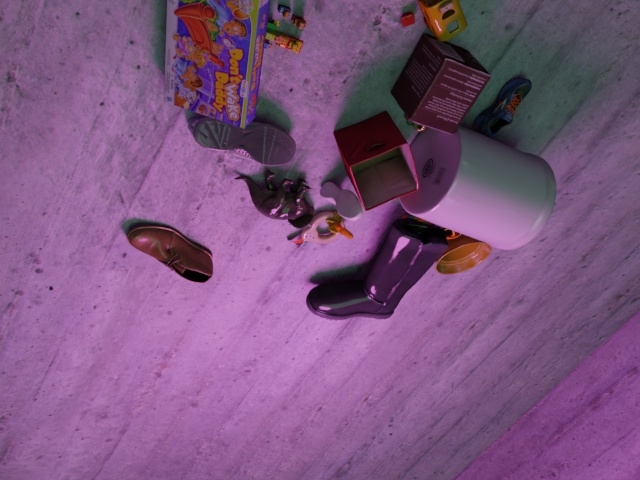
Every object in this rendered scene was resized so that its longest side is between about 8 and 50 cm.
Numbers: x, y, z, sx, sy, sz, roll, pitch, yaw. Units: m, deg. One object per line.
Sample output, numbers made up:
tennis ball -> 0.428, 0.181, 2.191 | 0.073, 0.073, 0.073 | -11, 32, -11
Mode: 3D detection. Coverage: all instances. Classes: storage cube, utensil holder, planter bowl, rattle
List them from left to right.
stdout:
rattle -> 0.000, 0.000, 2.175 | 0.199, 0.143, 0.130 | -26, 149, -3
storage cube -> 0.168, -0.244, 1.972 | 0.183, 0.193, 0.215 | -22, 133, 1
planter bowl -> 0.509, 0.032, 2.392 | 0.217, 0.090, 0.217 | -13, 150, -8
utensil holder -> 0.485, -0.174, 2.062 | 0.385, 0.328, 0.327 | 17, 123, -27

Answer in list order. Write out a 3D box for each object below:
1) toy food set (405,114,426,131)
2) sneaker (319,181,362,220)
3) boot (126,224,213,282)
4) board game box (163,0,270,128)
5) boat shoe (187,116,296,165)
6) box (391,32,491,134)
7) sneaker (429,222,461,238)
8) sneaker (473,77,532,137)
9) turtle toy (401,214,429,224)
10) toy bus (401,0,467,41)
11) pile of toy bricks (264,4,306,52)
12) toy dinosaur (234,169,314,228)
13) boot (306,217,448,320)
toy food set -> 0.302, -0.372, 2.000 | 0.082, 0.020, 0.083 | 27, 146, -22
sneaker -> 0.086, -0.117, 2.051 | 0.094, 0.212, 0.080 | 31, 100, -39
boot -> -0.468, 0.044, 2.067 | 0.305, 0.115, 0.112 | 25, 120, -34
board game box -> -0.262, -0.478, 1.616 | 0.233, 0.078, 0.347 | 19, 129, 8
boat shoe -> -0.220, -0.293, 1.872 | 0.320, 0.103, 0.118 | 6, 109, -30
box -> 0.340, -0.446, 1.864 | 0.167, 0.168, 0.203 | 11, 127, -28
sneaker -> 0.488, -0.049, 2.333 | 0.215, 0.083, 0.084 | -21, 132, -2
sneaker -> 0.583, -0.408, 2.040 | 0.083, 0.087, 0.221 | 19, 122, -32
turtle toy -> 0.328, -0.059, 2.279 | 0.130, 0.066, 0.095 | -10, 141, -12
toy bus -> 0.318, -0.633, 1.734 | 0.202, 0.104, 0.191 | 3, 129, -22
pile of toy bricks -> -0.127, -0.535, 1.668 | 0.212, 0.105, 0.118 | 9, 127, -26
toy dinosaur -> -0.122, -0.121, 2.030 | 0.313, 0.121, 0.160 | 11, 109, -31
boot -> 0.189, 0.103, 2.265 | 0.367, 0.146, 0.445 | 2, 142, -26
